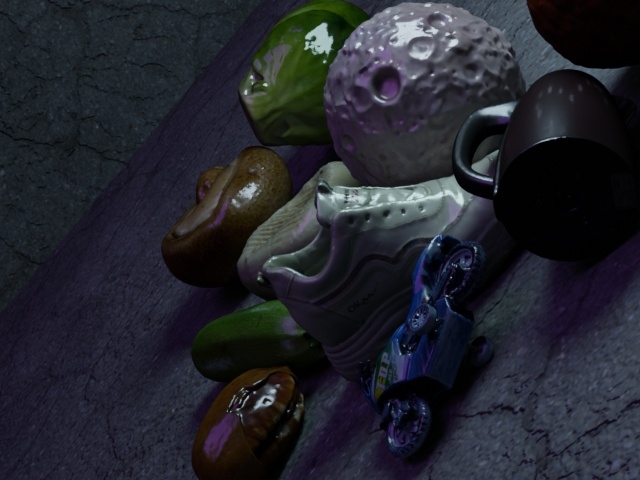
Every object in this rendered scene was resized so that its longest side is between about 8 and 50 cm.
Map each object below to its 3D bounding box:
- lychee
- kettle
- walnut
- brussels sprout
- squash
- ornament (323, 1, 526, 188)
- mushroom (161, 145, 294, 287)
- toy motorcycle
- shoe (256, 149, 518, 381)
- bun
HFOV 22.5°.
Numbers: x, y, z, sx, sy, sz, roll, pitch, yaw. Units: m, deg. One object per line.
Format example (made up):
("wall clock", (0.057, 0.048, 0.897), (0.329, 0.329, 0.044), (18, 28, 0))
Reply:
("lychee", (0.347, -0.321, 1.828), (0.255, 0.255, 0.300), (-42, 5, 23))
("kettle", (0.243, -0.089, 1.731), (0.202, 0.144, 0.232), (-11, 26, 14))
("walnut", (-0.085, 0.227, 1.974), (0.116, 0.116, 0.207), (-30, 19, 47))
("brussels sprout", (-0.011, -0.255, 2.555), (0.271, 0.219, 0.210), (-36, 11, -16))
("squash", (-0.075, 0.133, 2.140), (0.101, 0.101, 0.379), (-58, 20, -23))
("ornament", (0.137, -0.164, 1.999), (0.225, 0.259, 0.259), (31, 79, 30))
("mushroom", (-0.138, -0.032, 2.528), (0.253, 0.153, 0.253), (-48, 15, 17))
("toy motorcycle", (0.110, 0.111, 1.739), (0.135, 0.092, 0.254), (-1, 65, 62))
("shoe", (0.083, -0.008, 1.858), (0.342, 0.210, 0.132), (-45, 18, 14))
("bun", (0.000, 0.000, 2.165), (0.231, 0.133, 0.231), (-46, 11, 11))
